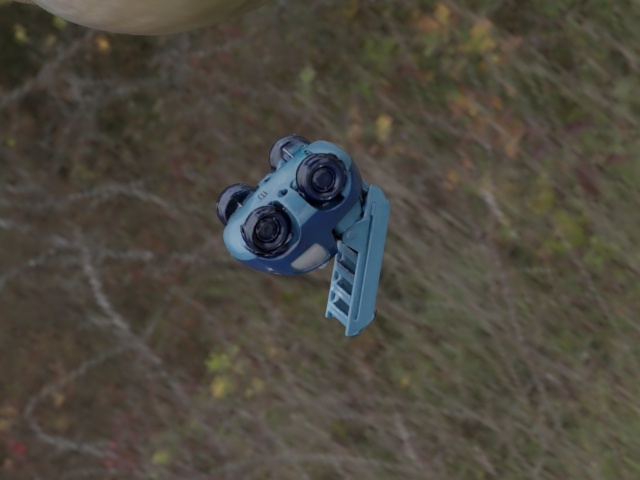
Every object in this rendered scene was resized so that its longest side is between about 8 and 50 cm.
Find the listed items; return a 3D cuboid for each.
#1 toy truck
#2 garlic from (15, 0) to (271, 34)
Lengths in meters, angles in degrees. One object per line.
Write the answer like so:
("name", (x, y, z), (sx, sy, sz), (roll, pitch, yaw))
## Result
("toy truck", (0.000, 0.000, 0.864), (0.073, 0.090, 0.056), (-42, 25, -4))
("garlic", (-0.049, -0.233, 0.722), (0.249, 0.286, 0.313), (23, 108, 23))
